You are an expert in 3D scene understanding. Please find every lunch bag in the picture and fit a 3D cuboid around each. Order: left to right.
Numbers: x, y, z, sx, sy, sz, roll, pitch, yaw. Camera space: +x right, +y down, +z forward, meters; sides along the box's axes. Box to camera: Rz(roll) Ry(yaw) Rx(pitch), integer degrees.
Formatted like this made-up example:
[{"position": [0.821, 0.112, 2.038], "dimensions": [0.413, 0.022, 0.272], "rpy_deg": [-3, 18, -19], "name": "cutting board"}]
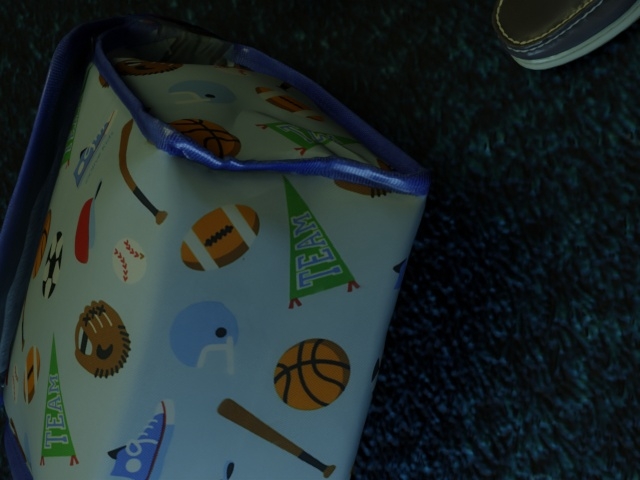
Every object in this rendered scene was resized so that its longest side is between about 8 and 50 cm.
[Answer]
[{"position": [-0.114, 0.027, 1.384], "dimensions": [0.385, 0.239, 0.327], "rpy_deg": [-129, 53, -64], "name": "lunch bag"}]

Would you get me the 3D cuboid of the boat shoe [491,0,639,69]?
[{"position": [0.215, -0.232, 1.295], "dimensions": [0.285, 0.092, 0.103], "rpy_deg": [-40, 56, 24], "name": "boat shoe"}]
